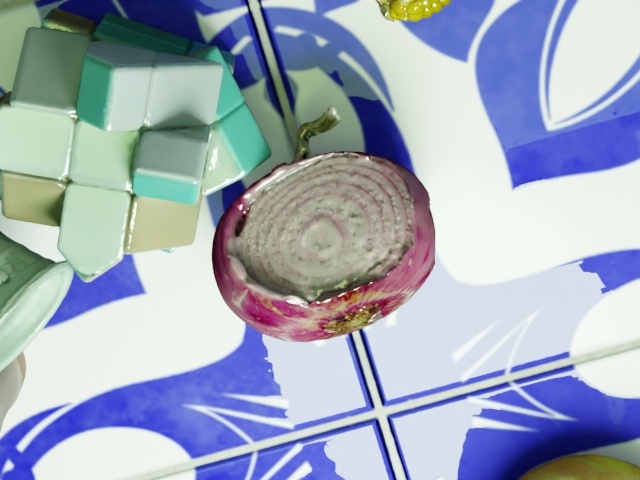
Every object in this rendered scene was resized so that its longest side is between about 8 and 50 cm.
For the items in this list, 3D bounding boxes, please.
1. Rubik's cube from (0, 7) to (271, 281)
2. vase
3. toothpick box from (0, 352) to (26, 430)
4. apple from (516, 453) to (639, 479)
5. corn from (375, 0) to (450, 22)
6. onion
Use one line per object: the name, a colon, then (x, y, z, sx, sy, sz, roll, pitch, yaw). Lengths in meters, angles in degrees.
Rubik's cube: (-0.180, -0.085, 1.634, 0.265, 0.213, 0.224, 16, 105, -7)
vase: (-0.386, -0.015, 1.665, 0.299, 0.143, 0.143, 39, 104, 8)
toothpick box: (-0.345, 0.147, 1.739, 0.098, 0.149, 0.098, 0, 107, 0)
apple: (0.261, 0.325, 1.778, 0.237, 0.207, 0.237, 7, 112, 18)
corn: (0.171, -0.312, 1.625, 0.313, 0.102, 0.102, -35, 104, 7)
onion: (0.007, 0.011, 1.681, 0.200, 0.200, 0.207, 47, 75, -12)
